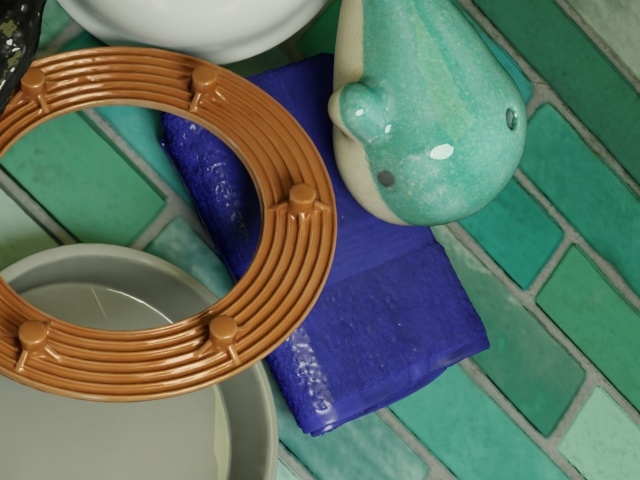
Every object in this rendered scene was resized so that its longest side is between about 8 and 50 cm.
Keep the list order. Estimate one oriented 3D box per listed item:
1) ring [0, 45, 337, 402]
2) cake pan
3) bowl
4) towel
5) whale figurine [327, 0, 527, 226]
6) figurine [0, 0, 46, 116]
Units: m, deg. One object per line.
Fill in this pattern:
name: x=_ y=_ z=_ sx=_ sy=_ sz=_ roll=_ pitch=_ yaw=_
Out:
ring: x=-0.154 y=-0.027 z=1.339 sx=0.337 sy=0.032 sz=0.336 roll=4 pitch=55 yaw=-5
cake pan: x=-0.172 y=0.149 z=1.347 sx=0.293 sy=0.054 sz=0.293 roll=11 pitch=68 yaw=-29
bowl: x=-0.101 y=-0.288 z=1.408 sx=0.298 sy=0.134 sz=0.298 roll=-1 pitch=98 yaw=-6
towel: x=0.000 y=0.000 z=1.501 sx=0.228 sy=0.076 sz=0.308 roll=-21 pitch=85 yaw=-42
whale figurine: x=0.089 y=-0.145 z=1.440 sx=0.216 sy=0.141 sz=0.272 roll=-36 pitch=119 yaw=-49
figurine: x=-0.284 y=-0.208 z=1.275 sx=0.215 sy=0.092 sz=0.209 roll=33 pitch=86 yaw=-30
